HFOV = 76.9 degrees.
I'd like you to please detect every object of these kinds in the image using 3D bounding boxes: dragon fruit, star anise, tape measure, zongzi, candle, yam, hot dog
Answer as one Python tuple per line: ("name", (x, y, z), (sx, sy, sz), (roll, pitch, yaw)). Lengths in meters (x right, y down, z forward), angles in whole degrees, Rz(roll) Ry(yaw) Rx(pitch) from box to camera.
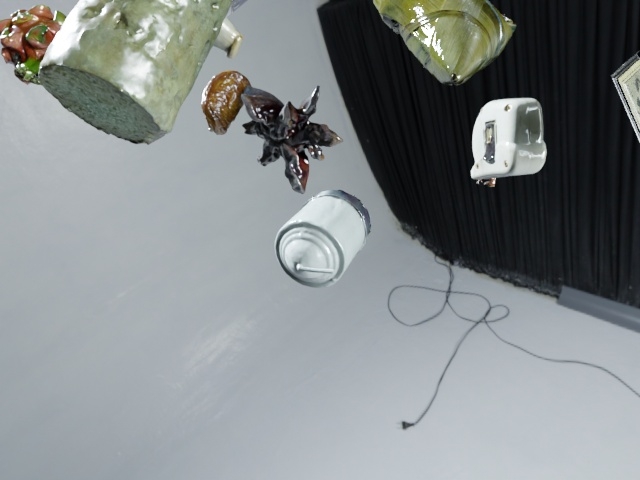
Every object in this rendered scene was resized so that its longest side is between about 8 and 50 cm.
("dragon fruit", (-0.532, -0.360, 0.777), (0.137, 0.135, 0.236), (-30, 51, -17))
("star anise", (-0.081, -0.227, 0.842), (0.129, 0.212, 0.282), (-40, 49, -24))
("tape measure", (0.567, -0.303, 1.252), (0.130, 0.265, 0.258), (-6, 5, -4))
("zongzi", (0.159, -0.348, 0.629), (0.274, 0.250, 0.125), (-44, -8, -43))
("candle", (0.000, 0.000, 1.137), (0.221, 0.221, 0.342), (-4, 23, 28))
("yam", (-0.147, -0.192, 0.354), (0.107, 0.107, 0.194), (7, 71, 40))
("hot dog", (-0.207, -0.296, 0.871), (0.065, 0.099, 0.147), (22, 73, 13))

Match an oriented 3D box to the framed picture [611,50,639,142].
("framed picture", (0.785, -0.347, 0.988), (0.199, 0.195, 0.010), (-36, 10, -30))

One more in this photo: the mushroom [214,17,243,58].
("mushroom", (-0.319, -0.579, 0.945), (0.109, 0.351, 0.097), (-8, 56, 34))

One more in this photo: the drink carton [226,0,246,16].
("drink carton", (-0.183, -0.389, 0.621), (0.222, 0.102, 0.134), (-40, 27, 0))
